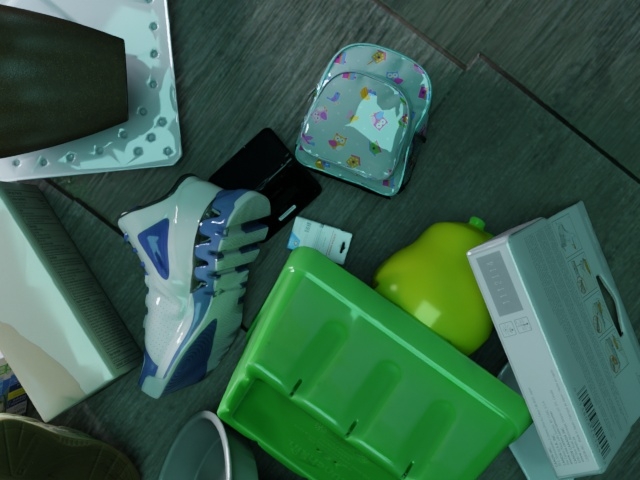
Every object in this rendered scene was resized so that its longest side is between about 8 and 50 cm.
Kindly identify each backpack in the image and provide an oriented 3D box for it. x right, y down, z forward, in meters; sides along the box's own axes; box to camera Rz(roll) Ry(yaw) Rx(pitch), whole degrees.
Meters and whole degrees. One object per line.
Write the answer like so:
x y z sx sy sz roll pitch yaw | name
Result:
0.064 -0.167 1.182 0.165 0.144 0.188 22 90 10 | backpack

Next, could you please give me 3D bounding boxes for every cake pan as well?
-0.159 0.374 1.163 0.054 0.293 0.293 17 93 -25 | cake pan

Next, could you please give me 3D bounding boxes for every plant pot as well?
-0.368 -0.206 1.146 0.230 0.215 0.215 -2 91 -12 | plant pot

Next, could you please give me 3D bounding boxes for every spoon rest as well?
0.307 0.286 1.198 0.137 0.084 0.276 -5 92 5 | spoon rest

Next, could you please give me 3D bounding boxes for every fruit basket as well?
0.098 0.144 1.166 0.392 0.283 0.392 11 54 -16 | fruit basket

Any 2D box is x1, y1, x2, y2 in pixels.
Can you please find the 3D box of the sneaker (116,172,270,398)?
-0.197 0.041 1.229 0.182 0.127 0.316 30 109 26 | sneaker

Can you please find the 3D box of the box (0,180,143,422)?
-0.388 0.078 1.228 0.121 0.148 0.311 -33 87 6 | box

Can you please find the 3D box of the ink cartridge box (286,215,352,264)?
0.000 0.000 1.246 0.083 0.028 0.048 18 93 5 | ink cartridge box

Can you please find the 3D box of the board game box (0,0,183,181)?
-0.403 -0.282 1.256 0.389 0.050 0.390 -5 91 1 | board game box

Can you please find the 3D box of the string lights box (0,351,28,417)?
-0.479 0.281 1.246 0.076 0.133 0.260 7 93 6 | string lights box

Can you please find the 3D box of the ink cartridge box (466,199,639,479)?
0.319 0.114 1.137 0.066 0.261 0.296 -22 89 36 | ink cartridge box

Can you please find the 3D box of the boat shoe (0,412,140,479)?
-0.362 0.295 1.206 0.089 0.285 0.105 18 71 45 | boat shoe

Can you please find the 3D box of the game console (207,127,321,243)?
-0.079 -0.078 1.261 0.122 0.071 0.107 -42 117 6 | game console
